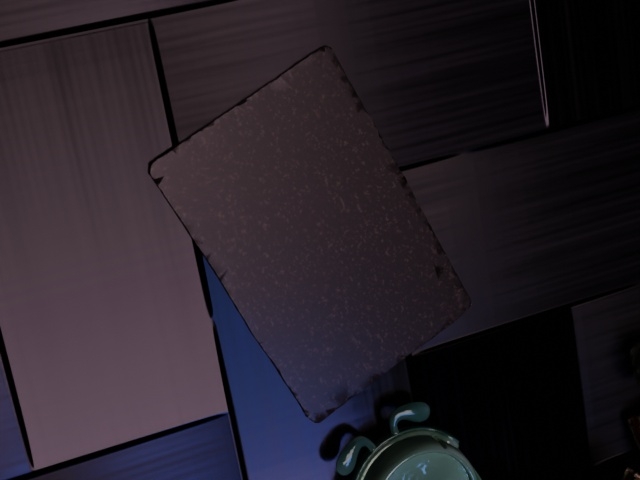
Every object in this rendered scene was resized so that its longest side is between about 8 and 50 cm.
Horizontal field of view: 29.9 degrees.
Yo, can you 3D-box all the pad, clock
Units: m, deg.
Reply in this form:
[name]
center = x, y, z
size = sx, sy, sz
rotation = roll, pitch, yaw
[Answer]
[pad]
center = 0.000, 0.000, 1.203
size = 0.220, 0.004, 0.330
rotation = -35, 111, -12
[clock]
center = 0.099, 0.269, 1.268
size = 0.148, 0.060, 0.188
rotation = -35, 110, -12

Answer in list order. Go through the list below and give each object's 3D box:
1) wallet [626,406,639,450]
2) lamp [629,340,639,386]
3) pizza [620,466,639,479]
[wallet]
center = 0.449, 0.284, 1.373
size = 0.122, 0.031, 0.232
rotation = -22, 82, -7
[lamp]
center = 0.449, 0.126, 1.364
size = 0.193, 0.106, 0.106
rotation = -10, 105, -9
[pizza]
center = 0.292, 0.371, 1.324
size = 0.323, 0.089, 0.223
rotation = -5, 78, -10
